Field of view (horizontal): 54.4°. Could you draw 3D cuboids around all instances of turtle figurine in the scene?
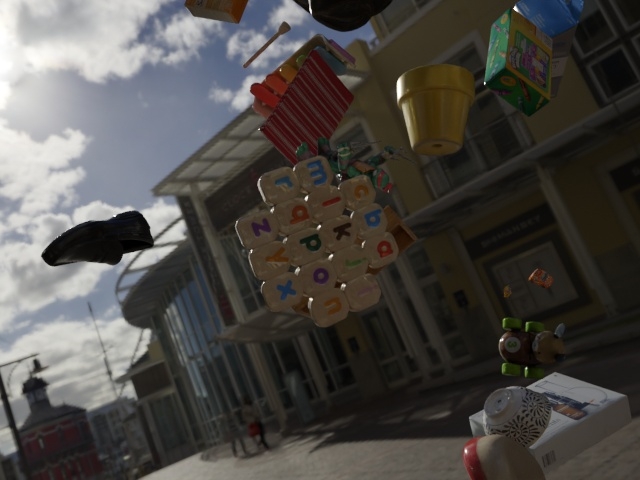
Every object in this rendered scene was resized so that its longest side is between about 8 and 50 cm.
[{"bbox_3d":[0.074,-0.165,1.338,0.234,0.118,0.175,18,10,30],"label":"turtle figurine"}]

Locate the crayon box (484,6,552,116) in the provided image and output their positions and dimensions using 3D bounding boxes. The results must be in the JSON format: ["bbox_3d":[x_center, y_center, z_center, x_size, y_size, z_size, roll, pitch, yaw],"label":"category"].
[{"bbox_3d":[0.549,-0.494,1.716,0.165,0.278,0.081,30,-37,-18],"label":"crayon box"}]

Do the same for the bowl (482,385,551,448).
[{"bbox_3d":[0.419,0.384,1.394,0.170,0.080,0.170,-43,13,12],"label":"bowl"}]

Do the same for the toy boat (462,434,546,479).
[{"bbox_3d":[0.262,0.417,0.942,0.151,0.231,0.151,-28,-34,34],"label":"toy boat"}]

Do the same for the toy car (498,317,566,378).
[{"bbox_3d":[0.587,0.285,1.668,0.149,0.155,0.188,11,-17,-17],"label":"toy car"}]

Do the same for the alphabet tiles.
[{"bbox_3d":[0.000,0.000,1.091,0.278,0.284,0.021,-23,1,-26],"label":"alphabet tiles"}]

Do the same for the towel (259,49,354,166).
[{"bbox_3d":[-0.030,-0.334,1.628,0.031,0.274,0.199,16,-20,47],"label":"towel"}]

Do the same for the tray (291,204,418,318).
[{"bbox_3d":[0.098,0.079,1.905,0.411,0.076,0.203,-41,-27,7],"label":"tray"}]

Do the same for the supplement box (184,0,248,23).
[{"bbox_3d":[-0.178,-0.415,1.073,0.098,0.062,0.036,16,-9,23],"label":"supplement box"}]

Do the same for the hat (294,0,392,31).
[{"bbox_3d":[0.055,-0.687,1.798,0.332,0.133,0.331,3,-17,1],"label":"hat"}]

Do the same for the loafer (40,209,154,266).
[{"bbox_3d":[-0.368,0.006,1.059,0.076,0.078,0.223,-37,-4,29],"label":"loafer"}]

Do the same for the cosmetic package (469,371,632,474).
[{"bbox_3d":[0.694,0.544,1.897,0.377,0.097,0.284,-19,9,-23],"label":"cosmetic package"}]

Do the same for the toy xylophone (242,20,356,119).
[{"bbox_3d":[-0.073,-0.457,1.717,0.236,0.081,0.323,21,-43,-32],"label":"toy xylophone"}]

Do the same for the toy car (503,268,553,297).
[{"bbox_3d":[0.529,0.113,1.584,0.122,0.060,0.040,-32,-47,-5],"label":"toy car"}]

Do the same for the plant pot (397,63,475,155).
[{"bbox_3d":[0.380,-0.415,2.050,0.254,0.238,0.254,1,-10,0],"label":"plant pot"}]

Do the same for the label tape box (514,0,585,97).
[{"bbox_3d":[0.707,-0.660,2.004,0.106,0.240,0.333,-9,-41,-4],"label":"label tape box"}]
